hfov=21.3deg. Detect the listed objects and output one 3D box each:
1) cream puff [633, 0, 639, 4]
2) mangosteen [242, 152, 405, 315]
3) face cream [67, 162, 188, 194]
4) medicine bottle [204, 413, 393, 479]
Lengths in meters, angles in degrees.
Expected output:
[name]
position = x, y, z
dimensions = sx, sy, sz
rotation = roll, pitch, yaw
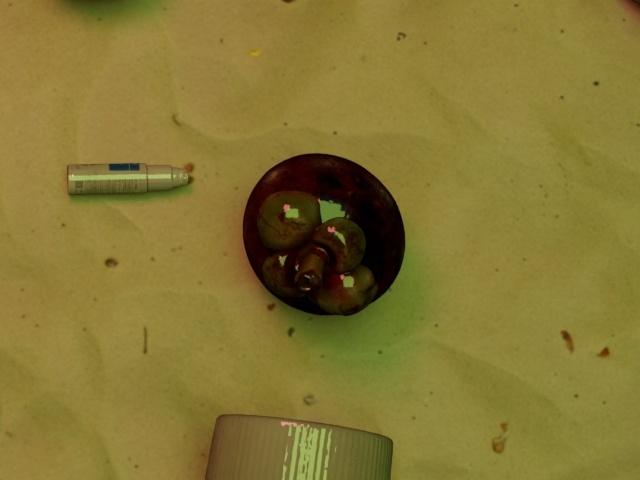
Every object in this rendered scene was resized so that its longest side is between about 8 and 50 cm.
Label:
[cream puff]
position = 0.426, -0.403, 1.893
dimensions = 0.231, 0.327, 0.343
rotation = -41, 51, -12
[mangosteen]
position = 0.000, 0.000, 1.791
dimensions = 0.200, 0.200, 0.200
rotation = 2, 80, -10
[face cream]
position = -0.209, -0.067, 1.845
dimensions = 0.130, 0.034, 0.034
rotation = -1, 81, -9
[medicine bottle]
position = -0.042, 0.378, 1.702
dimensions = 0.224, 0.224, 0.384
rotation = 9, 79, -8
